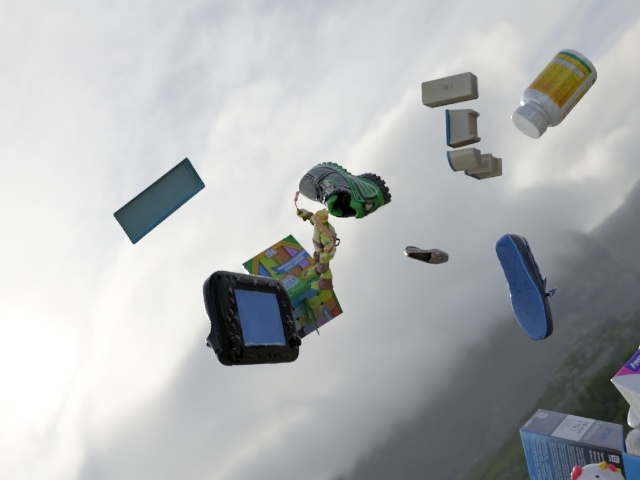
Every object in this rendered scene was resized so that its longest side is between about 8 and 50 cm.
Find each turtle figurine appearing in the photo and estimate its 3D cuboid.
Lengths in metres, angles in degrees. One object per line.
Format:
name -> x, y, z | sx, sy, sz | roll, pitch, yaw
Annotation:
turtle figurine -> 0.000, 0.000, 2.098 | 0.087, 0.269, 0.217 | -12, -57, -19

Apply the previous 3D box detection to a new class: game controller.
game controller -> -0.120, 0.144, 1.524 | 0.067, 0.167, 0.319 | -7, -9, 20

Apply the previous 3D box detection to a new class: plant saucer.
plant saucer -> -0.288, -0.072, 1.492 | 0.018, 0.067, 0.192 | -9, 28, 48

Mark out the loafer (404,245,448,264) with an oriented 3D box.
loafer -> 0.291, 0.045, 2.283 | 0.039, 0.125, 0.045 | -92, 13, -71

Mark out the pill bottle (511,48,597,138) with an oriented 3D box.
pill bottle -> 0.555, -0.347, 2.000 | 0.208, 0.117, 0.117 | -49, -15, -9

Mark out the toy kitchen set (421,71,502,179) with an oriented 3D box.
toy kitchen set -> 0.321, -0.249, 1.881 | 0.122, 0.207, 0.166 | -6, -8, 34

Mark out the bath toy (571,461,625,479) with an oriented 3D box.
bath toy -> 0.588, 0.543, 1.635 | 0.151, 0.129, 0.348 | -50, 12, 12

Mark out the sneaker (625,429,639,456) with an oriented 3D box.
sneaker -> 0.931, 0.553, 2.203 | 0.262, 0.121, 0.099 | -1, -79, -29

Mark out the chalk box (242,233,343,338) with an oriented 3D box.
chalk box -> -0.065, 0.152, 2.376 | 0.179, 0.289, 0.180 | -32, -48, -11

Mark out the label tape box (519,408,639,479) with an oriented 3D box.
label tape box -> 0.665, 0.558, 1.996 | 0.333, 0.241, 0.106 | 3, 25, 45

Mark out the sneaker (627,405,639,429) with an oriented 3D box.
sneaker -> 0.890, 0.367, 2.093 | 0.296, 0.146, 0.104 | -61, 10, -14

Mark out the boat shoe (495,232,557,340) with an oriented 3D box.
boat shoe -> 0.493, 0.100, 1.933 | 0.089, 0.258, 0.109 | -5, -13, -37

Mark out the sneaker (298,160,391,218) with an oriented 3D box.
sneaker -> 0.044, -0.147, 2.514 | 0.146, 0.343, 0.134 | -34, -61, -31

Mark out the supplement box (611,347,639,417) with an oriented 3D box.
supplement box -> 0.540, 0.227, 1.175 | 0.111, 0.114, 0.220 | -46, 21, -8

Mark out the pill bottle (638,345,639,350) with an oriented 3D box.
pill bottle -> 0.726, 0.216, 1.635 | 0.272, 0.152, 0.152 | -41, -17, -11
